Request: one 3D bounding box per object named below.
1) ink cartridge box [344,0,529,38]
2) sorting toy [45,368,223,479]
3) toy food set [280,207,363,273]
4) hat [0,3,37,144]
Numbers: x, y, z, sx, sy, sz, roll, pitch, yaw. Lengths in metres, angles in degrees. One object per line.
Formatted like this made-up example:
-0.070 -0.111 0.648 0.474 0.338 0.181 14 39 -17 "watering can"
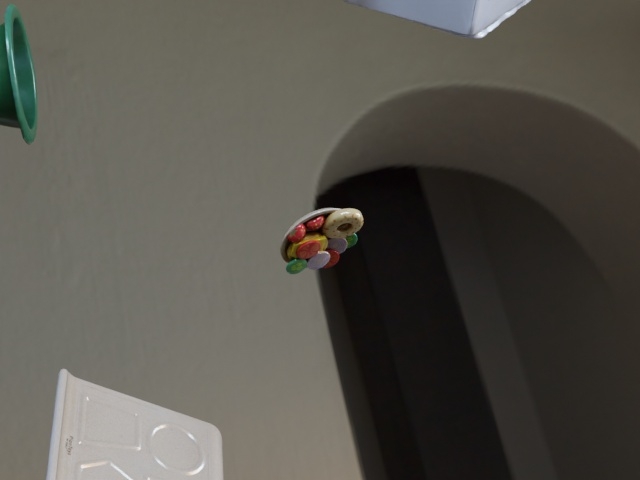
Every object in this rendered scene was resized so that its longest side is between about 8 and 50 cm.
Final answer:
0.176 -0.455 1.262 0.285 0.166 0.395 -40 -36 -55 "ink cartridge box"
-0.187 0.239 1.175 0.208 0.193 0.038 28 -60 -25 "sorting toy"
0.000 0.000 1.122 0.083 0.020 0.083 -13 -37 -24 "toy food set"
-0.453 -0.189 1.405 0.183 0.208 0.173 -7 -64 -5 "hat"
